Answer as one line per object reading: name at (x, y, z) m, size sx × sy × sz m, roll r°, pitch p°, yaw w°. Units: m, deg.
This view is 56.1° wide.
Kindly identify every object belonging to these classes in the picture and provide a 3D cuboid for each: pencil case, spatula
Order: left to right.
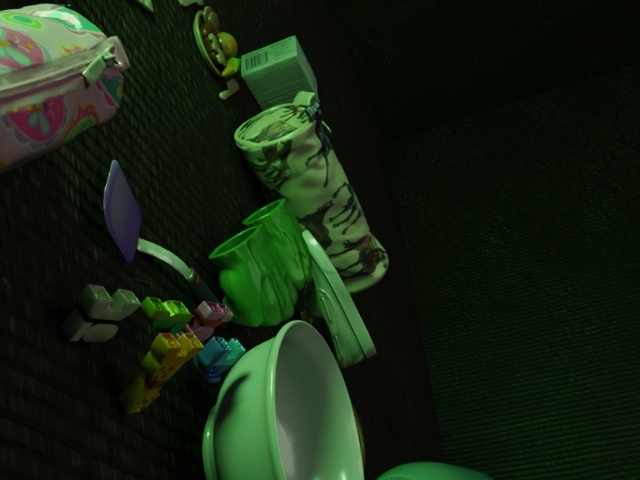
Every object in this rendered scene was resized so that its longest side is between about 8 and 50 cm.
pencil case at (-0.246, -0.105, 0.436) m, size 0.284 × 0.124 × 0.124 m, roll -71°, pitch 142°, yaw -65°
spatula at (-0.178, 0.031, 0.721) m, size 0.296 × 0.031 × 0.084 m, roll 59°, pitch 22°, yaw -47°
pencil case at (0.001, -0.077, 1.182) m, size 0.160 × 0.184 × 0.410 m, roll 25°, pitch -31°, yaw 53°

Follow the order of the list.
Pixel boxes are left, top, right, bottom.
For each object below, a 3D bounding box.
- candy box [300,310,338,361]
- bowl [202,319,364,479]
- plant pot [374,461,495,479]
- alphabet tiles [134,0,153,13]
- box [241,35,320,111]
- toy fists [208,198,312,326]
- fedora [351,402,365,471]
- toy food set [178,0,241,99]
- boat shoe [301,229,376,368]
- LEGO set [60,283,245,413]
candy box at (0.022, 0.201, 1.243) m, size 0.187 × 0.053 × 0.109 m, roll 26°, pitch 50°, yaw -68°
bowl at (-0.053, 0.256, 0.741) m, size 0.298 × 0.134 × 0.297 m, roll -16°, pitch 90°, yaw -75°
plant pot at (0.195, 0.544, 1.100) m, size 0.235 × 0.293 × 0.292 m, roll 35°, pitch 38°, yaw -41°
alphabet tiles at (-0.305, -0.439, 0.793) m, size 0.237 × 0.009 × 0.198 m, roll 14°, pitch 62°, yaw -74°
box at (-0.084, -0.343, 1.281) m, size 0.137 × 0.126 × 0.072 m, roll 58°, pitch 20°, yaw -49°
toy fists at (-0.085, 0.040, 0.938) m, size 0.142 × 0.096 × 0.279 m, roll 63°, pitch 17°, yaw -12°
fedora at (0.008, 0.331, 0.996) m, size 0.194 × 0.079 × 0.194 m, roll 52°, pitch 28°, yaw -42°
toy food set at (-0.185, -0.358, 1.089) m, size 0.132 × 0.039 × 0.191 m, roll -76°, pitch 147°, yaw -62°
boat shoe at (0.009, 0.113, 1.110) m, size 0.267 × 0.088 × 0.096 m, roll 63°, pitch -3°, yaw -13°
LEGO set at (-0.162, 0.118, 0.609) m, size 0.087 × 0.093 × 0.227 m, roll 46°, pitch 8°, yaw 24°
